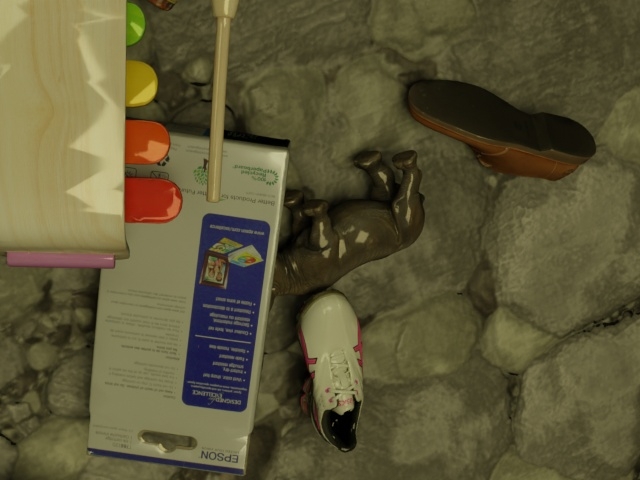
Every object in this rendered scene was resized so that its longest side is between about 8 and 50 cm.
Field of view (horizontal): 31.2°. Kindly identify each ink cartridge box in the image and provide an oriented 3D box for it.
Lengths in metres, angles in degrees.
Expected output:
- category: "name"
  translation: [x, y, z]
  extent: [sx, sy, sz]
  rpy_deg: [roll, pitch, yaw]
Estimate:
- category: "ink cartridge box"
  translation: [-0.129, 0.056, 1.107]
  extent: [0.165, 0.065, 0.333]
  rpy_deg: [9, 105, -2]

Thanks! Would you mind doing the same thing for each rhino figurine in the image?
- category: "rhino figurine"
  translation: [0.000, 0.000, 1.162]
  extent: [0.243, 0.073, 0.106]
  rpy_deg: [-27, 120, -8]

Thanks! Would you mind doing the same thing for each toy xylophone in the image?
- category: "toy xylophone"
  translation: [-0.191, -0.127, 0.974]
  extent: [0.236, 0.081, 0.323]
  rpy_deg: [9, 92, -5]

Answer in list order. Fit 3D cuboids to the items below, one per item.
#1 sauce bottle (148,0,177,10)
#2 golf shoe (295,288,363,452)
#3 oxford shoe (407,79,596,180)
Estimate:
- category: "sauce bottle"
  translation: [-0.116, -0.267, 1.028]
  extent: [0.042, 0.042, 0.128]
  rpy_deg: [29, 109, -27]
- category: "golf shoe"
  translation: [0.019, 0.135, 1.190]
  extent: [0.067, 0.086, 0.186]
  rpy_deg: [-17, 127, -17]
- category: "oxford shoe"
  translation: [0.179, -0.106, 1.205]
  extent: [0.212, 0.076, 0.076]
  rpy_deg: [18, 140, -16]
